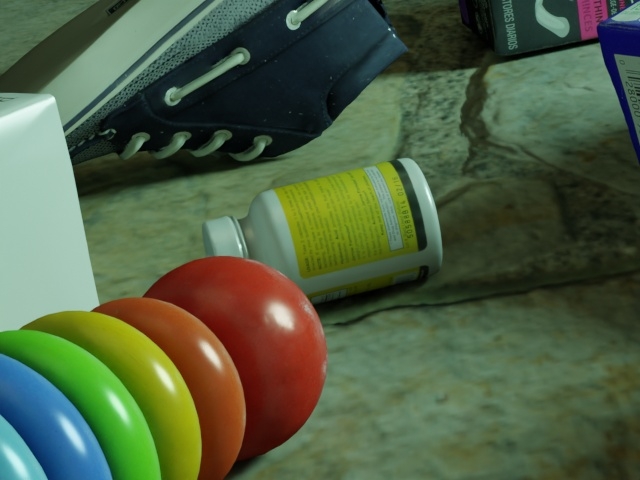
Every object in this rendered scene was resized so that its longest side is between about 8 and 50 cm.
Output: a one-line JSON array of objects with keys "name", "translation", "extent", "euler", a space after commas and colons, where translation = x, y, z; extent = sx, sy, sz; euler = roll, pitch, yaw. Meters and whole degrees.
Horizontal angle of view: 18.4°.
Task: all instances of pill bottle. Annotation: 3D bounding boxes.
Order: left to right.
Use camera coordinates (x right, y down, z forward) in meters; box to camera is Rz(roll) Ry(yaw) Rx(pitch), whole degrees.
[{"name": "pill bottle", "translation": [0.000, 0.000, 1.029], "extent": [0.116, 0.065, 0.065], "euler": [-14, 18, -10]}]

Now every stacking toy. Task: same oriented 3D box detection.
[{"name": "stacking toy", "translation": [-0.101, 0.079, 0.750], "extent": [0.141, 0.141, 0.330], "euler": [1, 17, 32]}]

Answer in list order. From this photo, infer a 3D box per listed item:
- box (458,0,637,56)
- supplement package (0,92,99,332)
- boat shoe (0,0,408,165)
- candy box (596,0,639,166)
[{"name": "box", "translation": [0.238, -0.254, 1.511], "extent": [0.270, 0.165, 0.143], "euler": [-13, 17, -4]}, {"name": "supplement package", "translation": [-0.259, 0.036, 0.886], "extent": [0.293, 0.175, 0.177], "euler": [4, 22, 38]}, {"name": "boat shoe", "translation": [-0.099, -0.090, 1.313], "extent": [0.340, 0.158, 0.127], "euler": [-38, 22, 6]}, {"name": "candy box", "translation": [0.357, -0.124, 1.038], "extent": [0.317, 0.122, 0.268], "euler": [-31, 25, -27]}]
